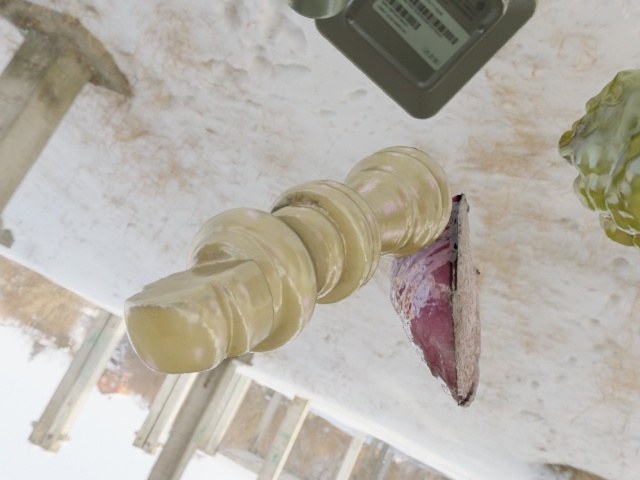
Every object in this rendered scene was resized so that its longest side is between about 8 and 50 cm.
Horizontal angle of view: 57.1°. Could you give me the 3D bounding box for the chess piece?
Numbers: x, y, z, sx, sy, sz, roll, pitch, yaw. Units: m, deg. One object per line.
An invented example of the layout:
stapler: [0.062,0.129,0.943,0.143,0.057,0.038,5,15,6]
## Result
chess piece: [0.000,0.000,0.482,0.117,0.117,0.397,20,-158,23]

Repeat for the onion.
onion: [0.144,0.086,0.762,0.111,0.247,0.250,0,143,19]

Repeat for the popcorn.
popcorn: [0.401,-0.098,0.608,0.237,0.293,0.293,7,170,-14]

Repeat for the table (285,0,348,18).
table: [0.001,-0.491,0.970,0.126,0.126,0.220,25,160,4]

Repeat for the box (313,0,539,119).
box: [0.225,-0.505,1.285,0.367,0.373,0.090,38,-153,-12]
